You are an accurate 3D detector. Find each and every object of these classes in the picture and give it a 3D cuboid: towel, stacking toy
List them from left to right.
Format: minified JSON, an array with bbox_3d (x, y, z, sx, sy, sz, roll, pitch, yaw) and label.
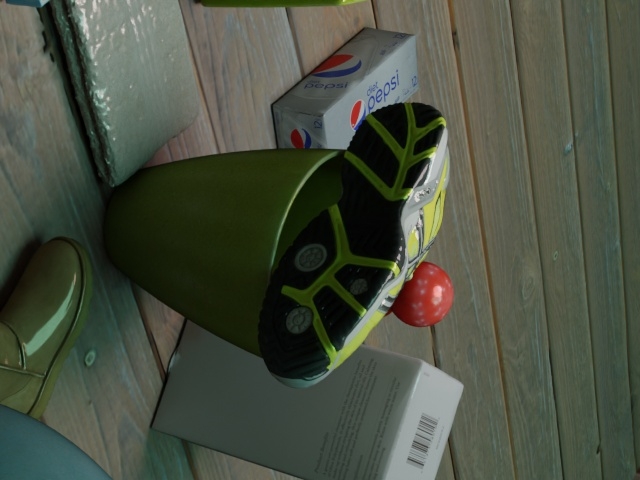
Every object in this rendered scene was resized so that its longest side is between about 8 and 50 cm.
[{"bbox_3d":[-0.232,-0.223,1.788,0.187,0.049,0.282,-46,139,-42],"label":"towel"},{"bbox_3d":[0.028,0.050,2.052,0.141,0.330,0.141,-29,124,-53],"label":"stacking toy"}]

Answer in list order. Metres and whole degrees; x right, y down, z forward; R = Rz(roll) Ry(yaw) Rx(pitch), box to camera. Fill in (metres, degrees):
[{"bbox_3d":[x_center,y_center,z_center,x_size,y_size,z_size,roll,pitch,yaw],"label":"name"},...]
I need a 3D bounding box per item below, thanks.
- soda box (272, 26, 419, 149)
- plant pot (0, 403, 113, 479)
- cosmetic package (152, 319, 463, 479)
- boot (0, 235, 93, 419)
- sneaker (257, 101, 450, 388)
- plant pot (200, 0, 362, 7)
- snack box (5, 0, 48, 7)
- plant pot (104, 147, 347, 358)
[{"bbox_3d":[0.043,-0.217,2.227,0.286,0.091,0.098,-45,138,-44],"label":"soda box"},{"bbox_3d":[-0.367,0.276,1.524,0.290,0.195,0.290,-34,167,-9],"label":"plant pot"},{"bbox_3d":[-0.020,0.221,1.996,0.155,0.366,0.196,33,74,-58],"label":"cosmetic package"},{"bbox_3d":[-0.375,0.088,1.611,0.269,0.089,0.236,22,80,-59],"label":"boot"},{"bbox_3d":[0.062,0.021,1.692,0.384,0.145,0.147,-58,145,-29],"label":"sneaker"},{"bbox_3d":[-0.016,-0.418,1.924,0.227,0.228,0.207,-28,117,-54],"label":"plant pot"},{"bbox_3d":[-0.306,-0.432,1.564,0.187,0.060,0.321,-52,142,-39],"label":"snack box"},{"bbox_3d":[-0.110,0.001,1.831,0.275,0.294,0.274,-29,124,-53],"label":"plant pot"}]
